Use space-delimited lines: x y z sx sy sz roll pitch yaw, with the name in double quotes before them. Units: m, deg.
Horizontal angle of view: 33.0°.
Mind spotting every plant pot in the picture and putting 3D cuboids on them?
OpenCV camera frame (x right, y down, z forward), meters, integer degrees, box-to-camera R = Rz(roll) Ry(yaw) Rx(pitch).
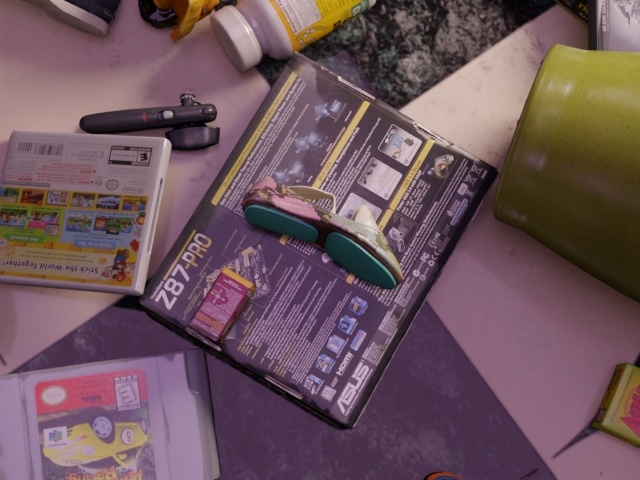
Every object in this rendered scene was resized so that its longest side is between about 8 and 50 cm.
"plant pot" 0.416 -0.084 1.349 0.353 0.366 0.366 20 79 11

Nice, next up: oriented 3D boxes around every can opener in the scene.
"can opener" -0.228 -0.159 1.442 0.186 0.059 0.073 -1 80 -5

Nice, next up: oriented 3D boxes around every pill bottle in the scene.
"pill bottle" -0.038 -0.317 1.454 0.208 0.117 0.117 -33 83 -9

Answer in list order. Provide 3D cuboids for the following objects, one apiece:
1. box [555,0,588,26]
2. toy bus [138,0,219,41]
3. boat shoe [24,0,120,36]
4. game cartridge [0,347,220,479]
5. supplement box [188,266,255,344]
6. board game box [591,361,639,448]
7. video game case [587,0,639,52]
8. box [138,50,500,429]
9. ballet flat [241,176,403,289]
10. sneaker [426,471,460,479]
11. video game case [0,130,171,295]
"box" 0.369 -0.478 1.535 0.322 0.079 0.257 38 81 3
"toy bus" -0.172 -0.411 1.463 0.211 0.149 0.220 -29 85 -25
"boat shoe" -0.380 -0.358 1.416 0.255 0.095 0.079 26 80 -23
"game cartridge" -0.281 0.251 1.367 0.294 0.060 0.195 -8 84 -5
"supplement box" -0.119 0.080 1.317 0.043 0.055 0.083 31 81 4
"board game box" 0.462 0.242 1.424 0.181 0.043 0.092 26 79 1
"video game case" 0.486 -0.330 1.480 0.274 0.026 0.196 -4 96 -22
"box" 0.000 0.000 1.411 0.318 0.097 0.394 30 79 0
"ballet flat" 0.012 -0.020 1.336 0.222 0.077 0.079 26 59 3
"sneaker" 0.172 0.403 1.351 0.083 0.087 0.221 -14 81 -6
"video game case" -0.316 -0.038 1.390 0.227 0.026 0.206 4 74 15
